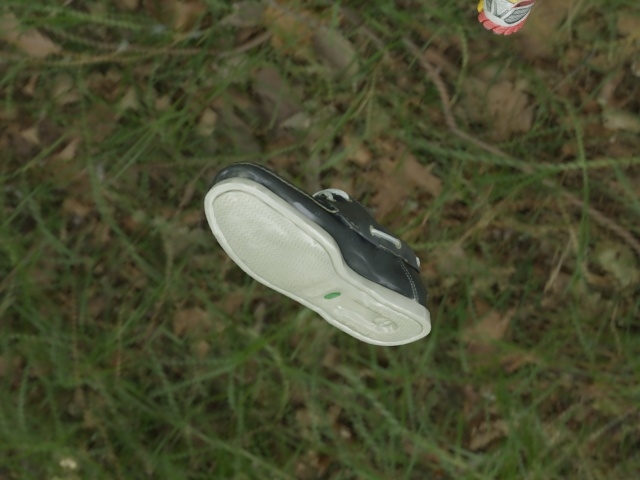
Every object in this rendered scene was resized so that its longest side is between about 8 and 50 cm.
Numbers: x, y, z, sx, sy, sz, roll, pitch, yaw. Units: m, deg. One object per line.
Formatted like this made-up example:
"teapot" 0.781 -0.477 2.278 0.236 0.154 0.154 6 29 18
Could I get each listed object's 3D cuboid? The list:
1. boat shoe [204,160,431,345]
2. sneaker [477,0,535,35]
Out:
"boat shoe" 0.000 0.000 0.972 0.084 0.079 0.233 -17 144 35
"sneaker" 0.299 -0.392 1.824 0.088 0.225 0.093 26 157 2
